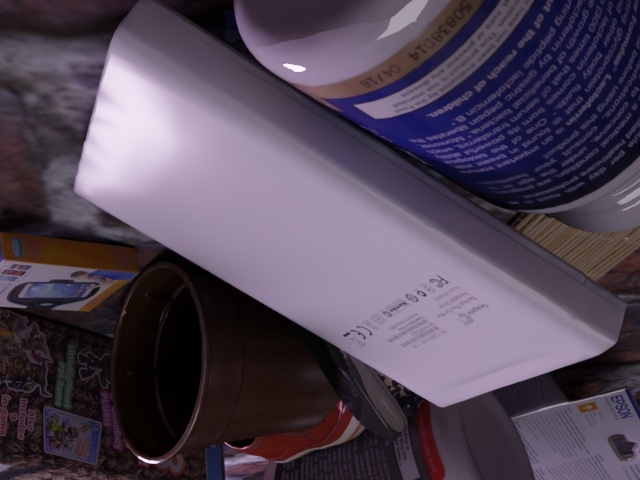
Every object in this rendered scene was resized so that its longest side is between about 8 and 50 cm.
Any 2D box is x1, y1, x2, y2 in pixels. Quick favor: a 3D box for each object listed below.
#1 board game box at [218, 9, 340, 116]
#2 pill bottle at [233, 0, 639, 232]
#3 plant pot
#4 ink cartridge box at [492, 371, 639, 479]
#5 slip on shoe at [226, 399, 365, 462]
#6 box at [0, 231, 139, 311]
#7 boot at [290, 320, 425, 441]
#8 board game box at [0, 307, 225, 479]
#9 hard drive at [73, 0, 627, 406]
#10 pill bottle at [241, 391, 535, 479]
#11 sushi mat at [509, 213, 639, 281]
[{"bbox_3d":[-0.025,-0.103,0.526,0.090,0.020,0.090,3,146,-17],"label":"board game box"},{"bbox_3d":[0.098,-0.103,0.430,0.153,0.153,0.264,-32,141,33],"label":"pill bottle"},{"bbox_3d":[-0.077,0.108,0.737,0.165,0.167,0.167,7,146,-39],"label":"plant pot"},{"bbox_3d":[0.301,0.297,1.167,0.330,0.071,0.324,-21,136,19],"label":"ink cartridge box"},{"bbox_3d":[-0.024,0.158,0.866,0.101,0.123,0.331,10,149,-22],"label":"slip on shoe"},{"bbox_3d":[-0.224,0.027,0.656,0.081,0.028,0.136,-33,154,35],"label":"box"},{"bbox_3d":[0.061,0.029,0.695,0.178,0.085,0.236,-35,110,-21],"label":"boot"},{"bbox_3d":[-0.284,0.206,0.846,0.232,0.141,0.291,-30,143,30],"label":"board game box"},{"bbox_3d":[0.000,0.000,0.513,0.307,0.040,0.203,32,151,-8],"label":"hard drive"},{"bbox_3d":[0.058,0.317,0.999,0.363,0.210,0.210,-30,143,25],"label":"pill bottle"},{"bbox_3d":[0.192,0.061,0.849,0.151,0.019,0.316,5,146,-23],"label":"sushi mat"}]
